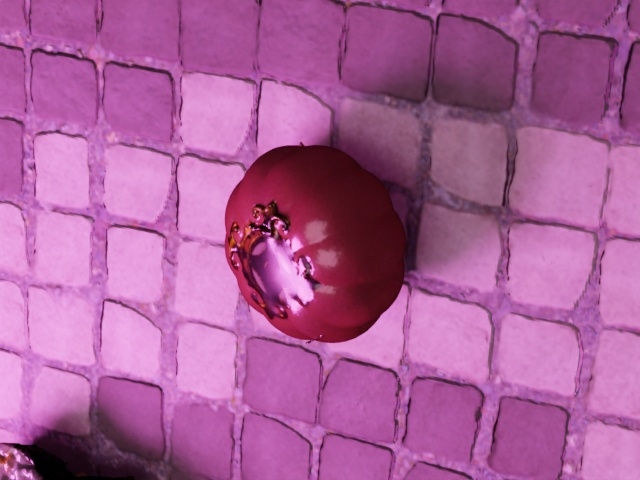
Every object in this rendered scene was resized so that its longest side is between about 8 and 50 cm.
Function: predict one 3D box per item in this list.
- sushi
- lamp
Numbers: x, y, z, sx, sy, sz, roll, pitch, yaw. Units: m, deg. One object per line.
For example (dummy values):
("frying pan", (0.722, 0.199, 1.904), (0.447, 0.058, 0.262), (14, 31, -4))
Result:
("sushi", (-0.270, 0.277, 1.622), (0.212, 0.115, 0.147), (32, 95, 18))
("lamp", (0.000, 0.000, 1.412), (0.182, 0.140, 0.182), (20, 121, 38))
